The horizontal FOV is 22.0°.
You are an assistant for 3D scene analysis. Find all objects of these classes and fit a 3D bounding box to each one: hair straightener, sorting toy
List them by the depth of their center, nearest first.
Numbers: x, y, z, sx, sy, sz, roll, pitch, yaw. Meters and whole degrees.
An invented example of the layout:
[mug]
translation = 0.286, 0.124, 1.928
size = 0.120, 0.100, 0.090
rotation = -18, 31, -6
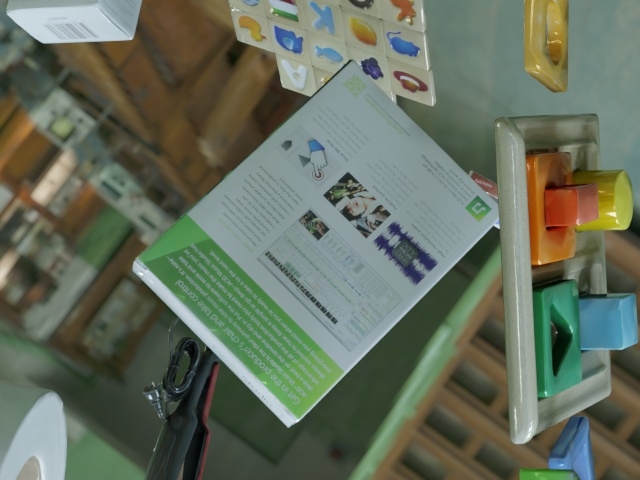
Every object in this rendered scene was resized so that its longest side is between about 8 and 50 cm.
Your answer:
[sorting toy]
translation = 0.151, 0.014, 0.970
size = 0.047, 0.347, 0.196
rotation = -2, -176, 23
[hair straightener]
translation = -0.136, 0.159, 1.662
size = 0.047, 0.230, 0.089
rotation = -4, 145, 33

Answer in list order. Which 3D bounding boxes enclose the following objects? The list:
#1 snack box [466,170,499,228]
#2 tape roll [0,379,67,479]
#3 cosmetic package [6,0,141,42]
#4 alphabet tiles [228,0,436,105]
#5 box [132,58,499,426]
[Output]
[snack box]
translation = 0.248, -0.033, 2.108
size = 0.178, 0.022, 0.064
rotation = 27, 153, -17
[tape roll]
translation = -0.327, 0.226, 1.360
size = 0.169, 0.246, 0.246
rotation = 11, 171, 5
[cosmetic package]
translation = -0.240, -0.326, 1.730
size = 0.117, 0.231, 0.085
rotation = 0, 160, 23
[alphabet tiles]
translation = 0.001, -0.281, 1.910
size = 0.285, 0.011, 0.342
rotation = 21, 145, 27
[box]
translation = 0.000, 0.000, 1.691
size = 0.232, 0.322, 0.058
rotation = 45, 161, 4
